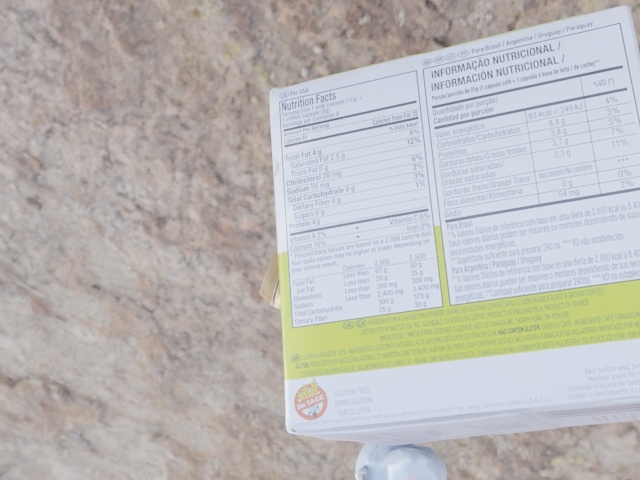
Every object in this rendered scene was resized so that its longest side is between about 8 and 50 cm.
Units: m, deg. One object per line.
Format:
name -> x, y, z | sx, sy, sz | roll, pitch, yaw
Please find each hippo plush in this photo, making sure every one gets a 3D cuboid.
hippo plush -> 0.134, 0.354, 1.571 | 0.294, 0.237, 0.234 | -1, 142, 32

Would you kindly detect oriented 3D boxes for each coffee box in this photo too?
coffee box -> 0.172, 0.019, 0.857 | 0.338, 0.335, 0.337 | -10, 162, 18

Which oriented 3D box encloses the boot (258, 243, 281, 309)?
boot -> 0.000, 0.000, 1.408 | 0.089, 0.236, 0.270 | 17, 97, -24
